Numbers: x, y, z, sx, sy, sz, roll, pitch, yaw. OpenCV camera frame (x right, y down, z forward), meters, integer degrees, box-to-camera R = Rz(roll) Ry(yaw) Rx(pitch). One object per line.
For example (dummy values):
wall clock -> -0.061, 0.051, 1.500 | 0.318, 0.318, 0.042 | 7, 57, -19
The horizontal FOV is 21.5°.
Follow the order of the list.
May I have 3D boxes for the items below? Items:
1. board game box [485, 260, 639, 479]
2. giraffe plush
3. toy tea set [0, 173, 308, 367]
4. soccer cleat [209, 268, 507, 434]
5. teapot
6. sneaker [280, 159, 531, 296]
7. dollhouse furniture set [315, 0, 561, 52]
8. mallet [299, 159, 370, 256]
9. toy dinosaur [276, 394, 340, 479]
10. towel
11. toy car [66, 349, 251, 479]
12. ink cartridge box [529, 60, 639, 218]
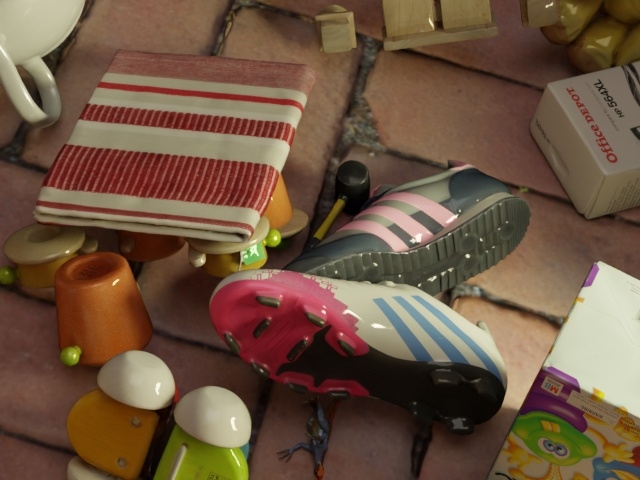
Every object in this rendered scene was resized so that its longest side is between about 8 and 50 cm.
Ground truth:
board game box -> 0.263, 0.175, 1.606 | 0.144, 0.275, 0.142 | 27, 54, 9
giraffe plush -> 0.375, -0.316, 2.069 | 0.181, 0.210, 0.170 | 39, 24, -18
toy tea set -> -0.156, 0.033, 1.764 | 0.336, 0.124, 0.200 | -18, 30, -18
soccer cleat -> 0.037, 0.091, 1.708 | 0.331, 0.116, 0.143 | 23, 35, -19
teapot -> -0.354, -0.285, 1.903 | 0.253, 0.187, 0.256 | 24, 78, 31
sneaker -> 0.064, 0.004, 1.820 | 0.319, 0.112, 0.131 | -20, 43, -26
dollhouse furniture set -> 0.089, -0.398, 1.990 | 0.356, 0.303, 0.174 | -6, 27, 3
mallet -> 0.000, 0.000, 1.844 | 0.039, 0.062, 0.189 | 25, 68, 16
toy dinosaur -> 0.003, 0.198, 1.693 | 0.090, 0.047, 0.082 | -10, 74, -29
towel -> -0.149, -0.104, 1.810 | 0.237, 0.037, 0.329 | 5, 36, 10
toy car -> -0.147, 0.191, 1.622 | 0.182, 0.159, 0.136 | 24, 17, 8
ink cartridge box -> 0.370, -0.125, 1.965 | 0.203, 0.086, 0.148 | -15, 58, -21
